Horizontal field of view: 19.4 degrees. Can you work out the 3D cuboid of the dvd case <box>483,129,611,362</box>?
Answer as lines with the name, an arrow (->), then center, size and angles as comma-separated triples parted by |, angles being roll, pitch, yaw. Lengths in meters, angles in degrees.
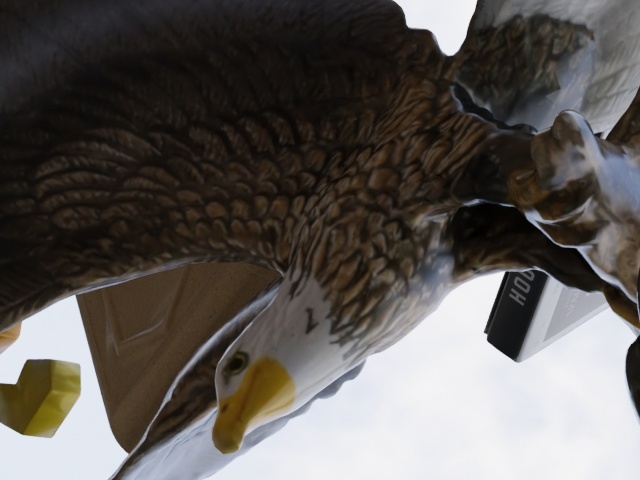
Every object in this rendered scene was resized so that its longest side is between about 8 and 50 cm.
dvd case -> 0.189, -0.051, 0.970 | 0.029, 0.238, 0.179 | 38, -45, 26

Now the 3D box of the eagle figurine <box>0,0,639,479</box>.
eagle figurine -> -0.006, 0.004, 0.687 | 0.298, 0.225, 0.226 | -5, -88, 38

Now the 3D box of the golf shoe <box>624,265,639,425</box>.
golf shoe -> 0.214, 0.045, 0.495 | 0.272, 0.120, 0.105 | 16, -127, 17

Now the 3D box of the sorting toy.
sorting toy -> -0.096, -0.012, 0.911 | 0.307, 0.041, 0.229 | -52, -136, 29
